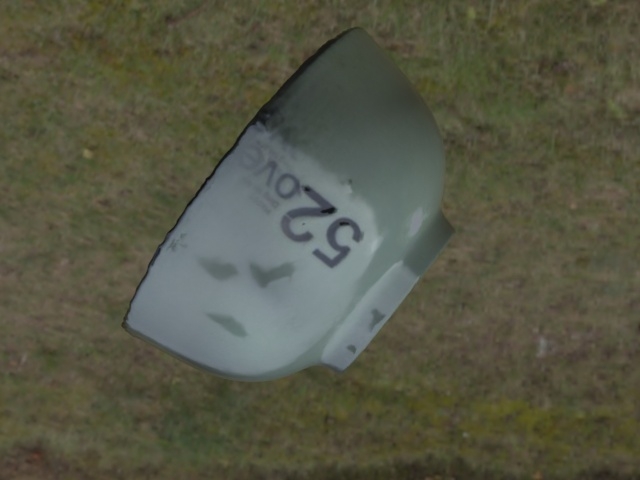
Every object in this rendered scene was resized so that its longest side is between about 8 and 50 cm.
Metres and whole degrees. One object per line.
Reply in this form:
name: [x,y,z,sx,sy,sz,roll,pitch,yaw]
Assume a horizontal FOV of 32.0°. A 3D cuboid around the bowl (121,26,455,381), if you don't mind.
bowl: [0.000,0.000,1.027,0.185,0.354,0.354,38,142,4]
